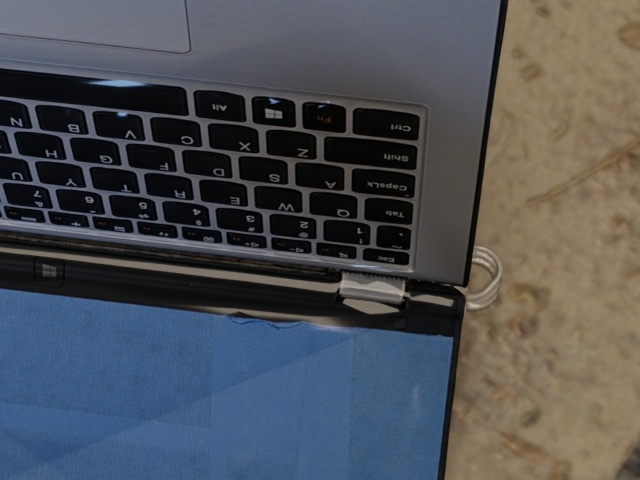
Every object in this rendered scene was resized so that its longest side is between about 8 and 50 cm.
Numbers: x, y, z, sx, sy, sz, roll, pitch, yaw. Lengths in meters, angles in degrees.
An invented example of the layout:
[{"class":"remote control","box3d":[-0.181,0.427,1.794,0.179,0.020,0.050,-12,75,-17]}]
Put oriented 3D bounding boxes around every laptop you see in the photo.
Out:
[{"class":"laptop","box3d":[-0.135,0.062,0.760,0.381,0.408,0.236,6,61,4]}]

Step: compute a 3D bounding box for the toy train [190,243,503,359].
[{"class":"toy train","box3d":[0.000,0.000,0.891,0.166,0.046,0.125,36,85,7]}]
